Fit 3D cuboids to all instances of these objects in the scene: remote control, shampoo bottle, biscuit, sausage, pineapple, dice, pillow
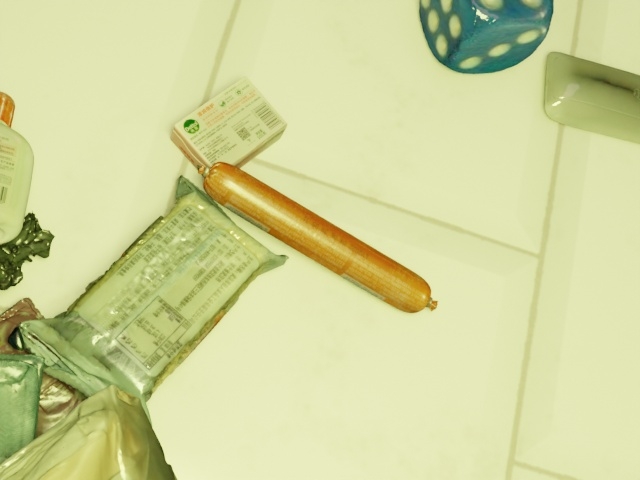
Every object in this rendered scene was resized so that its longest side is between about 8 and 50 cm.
[{"bbox_3d":[0.477,-0.202,1.418,0.312,0.055,0.109,12,68,-12],"label":"remote control"},{"bbox_3d":[-0.382,-0.089,1.090,0.108,0.051,0.221,8,43,-15],"label":"shampoo bottle"},{"bbox_3d":[-0.185,0.062,1.108,0.186,0.079,0.309,37,59,4],"label":"biscuit"},{"bbox_3d":[0.000,0.000,1.192,0.347,0.053,0.053,31,65,-11],"label":"sausage"},{"bbox_3d":[-0.384,0.037,1.067,0.197,0.108,0.108,-32,81,-36],"label":"pineapple"},{"bbox_3d":[0.229,-0.325,1.342,0.146,0.146,0.143,-8,71,-18],"label":"dice"},{"bbox_3d":[-0.315,0.159,1.067,0.118,0.043,0.185,-38,80,-26],"label":"pillow"}]

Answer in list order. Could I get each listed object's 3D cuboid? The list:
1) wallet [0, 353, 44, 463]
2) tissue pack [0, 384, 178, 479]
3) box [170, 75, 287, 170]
[{"bbox_3d":[-0.462,0.221,0.956,0.342,0.075,0.237,7,90,-14],"label":"wallet"},{"bbox_3d":[-0.248,0.386,0.902,0.375,0.195,0.390,-29,97,-25],"label":"tissue pack"},{"bbox_3d":[-0.117,-0.140,1.231,0.125,0.043,0.089,-38,84,-24],"label":"box"}]
